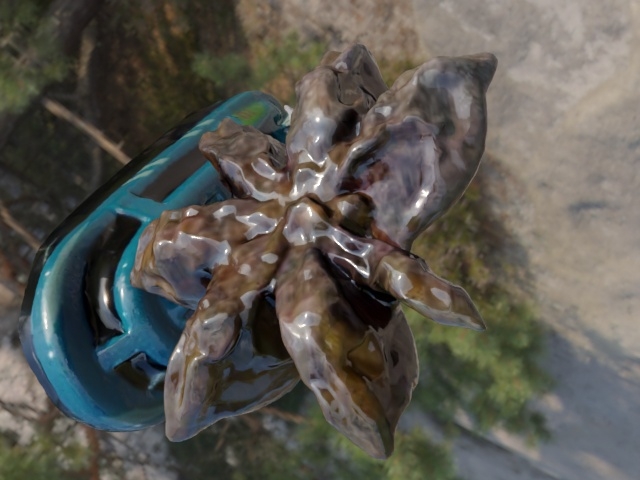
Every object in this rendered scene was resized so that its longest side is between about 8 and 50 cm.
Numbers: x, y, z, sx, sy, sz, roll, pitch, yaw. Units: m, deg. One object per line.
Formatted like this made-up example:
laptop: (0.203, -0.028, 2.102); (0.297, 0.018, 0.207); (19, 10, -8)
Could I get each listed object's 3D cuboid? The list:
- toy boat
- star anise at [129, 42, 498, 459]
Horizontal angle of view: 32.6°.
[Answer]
toy boat: (-0.066, -0.002, 0.709); (0.092, 0.299, 0.134); (-19, 112, 36)
star anise: (-0.013, -0.002, 0.512); (0.196, 0.212, 0.073); (-11, 149, 30)
